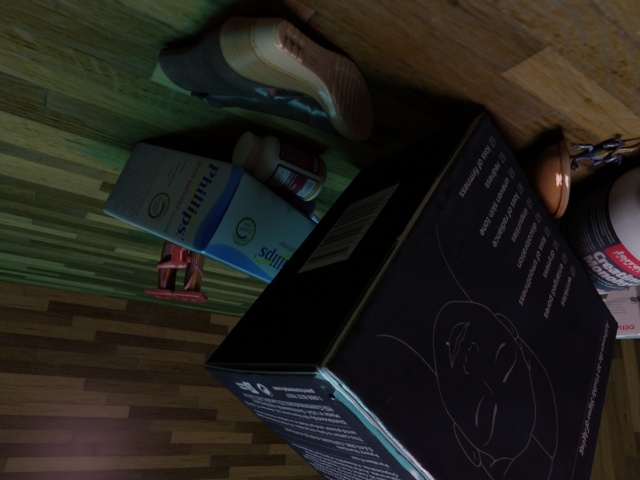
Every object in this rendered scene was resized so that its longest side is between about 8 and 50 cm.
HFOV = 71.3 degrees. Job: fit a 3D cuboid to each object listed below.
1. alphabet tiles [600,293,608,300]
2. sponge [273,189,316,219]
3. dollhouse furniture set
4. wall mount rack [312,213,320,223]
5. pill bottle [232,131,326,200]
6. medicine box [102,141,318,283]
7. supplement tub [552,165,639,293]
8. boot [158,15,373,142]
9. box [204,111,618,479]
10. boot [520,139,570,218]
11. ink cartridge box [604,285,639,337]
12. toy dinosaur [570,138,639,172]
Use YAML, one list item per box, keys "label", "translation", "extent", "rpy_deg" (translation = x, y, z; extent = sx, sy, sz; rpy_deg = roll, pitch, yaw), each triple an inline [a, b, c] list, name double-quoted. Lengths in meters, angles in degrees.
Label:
- label: "alphabet tiles"
  translation: [0.664, 0.109, 1.210]
  extent: [0.237, 0.198, 0.009]
  rpy_deg: [-18, 111, 51]
- label: "sponge"
  translation: [-0.076, -0.050, 0.968]
  extent: [0.117, 0.031, 0.210]
  rpy_deg: [33, 152, 9]
- label: "dollhouse furniture set"
  translation: [-0.376, 0.025, 1.127]
  extent: [0.152, 0.201, 0.374]
  rpy_deg: [5, 162, -3]
- label: "wall mount rack"
  translation: [0.000, 0.000, 1.104]
  extent: [0.304, 0.130, 0.350]
  rpy_deg: [13, 160, -35]
- label: "pill bottle"
  translation: [-0.071, -0.130, 0.776]
  extent: [0.152, 0.086, 0.086]
  rpy_deg: [19, 157, -35]
- label: "medicine box"
  translation: [-0.192, -0.040, 0.834]
  extent: [0.289, 0.149, 0.263]
  rpy_deg: [18, 170, 33]
- label: "supplement tub"
  translation: [0.561, -0.019, 0.799]
  extent: [0.191, 0.191, 0.272]
  rpy_deg: [6, 162, -6]
- label: "boot"
  translation: [-0.062, -0.204, 0.604]
  extent: [0.207, 0.090, 0.248]
  rpy_deg: [5, 167, 38]
- label: "box"
  translation: [0.182, 0.158, 0.693]
  extent: [0.472, 0.480, 0.297]
  rpy_deg: [49, 145, -16]
- label: "boot"
  translation: [0.309, -0.093, 0.809]
  extent: [0.220, 0.109, 0.283]
  rpy_deg: [5, 169, 12]
- label: "ink cartridge box"
  translation: [0.874, 0.188, 1.329]
  extent: [0.086, 0.203, 0.148]
  rpy_deg: [18, 157, -36]
- label: "toy dinosaur"
  translation: [0.452, -0.134, 0.725]
  extent: [0.090, 0.047, 0.082]
  rpy_deg: [-4, -179, -9]
